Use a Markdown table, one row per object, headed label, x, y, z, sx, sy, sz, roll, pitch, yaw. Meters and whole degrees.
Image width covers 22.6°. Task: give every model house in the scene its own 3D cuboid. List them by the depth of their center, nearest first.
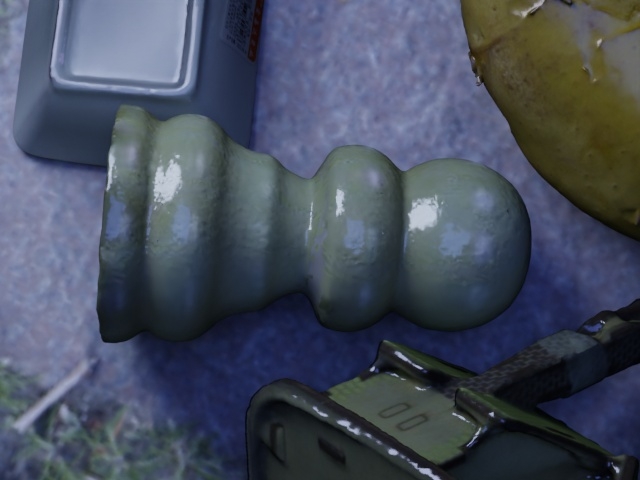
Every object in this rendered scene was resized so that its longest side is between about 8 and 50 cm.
| label | x | y | z | sx | sy | sz | roll | pitch | yaw |
| --- | --- | --- | --- | --- | --- | --- | --- | --- | --- |
| model house | 0.124 | 0.158 | 0.928 | 0.278 | 0.218 | 0.205 | -20 | 33 | -34 |

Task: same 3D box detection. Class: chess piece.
| label | x | y | z | sx | sy | sz | roll | pitch | yaw |
| --- | --- | --- | --- | --- | --- | --- | --- | --- | --- |
| chess piece | 0.000 | 0.000 | 0.954 | 0.251 | 0.144 | 0.144 | 5 | 78 | -4 |

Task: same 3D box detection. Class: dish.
| label | x | y | z | sx | sy | sz | roll | pitch | yaw |
| --- | --- | --- | --- | --- | --- | --- | --- | --- | --- |
| dish | -0.114 | -0.166 | 1.021 | 0.154 | 0.064 | 0.234 | 4 | 77 | 3 |

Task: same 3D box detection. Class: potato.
| label | x | y | z | sx | sy | sz | roll | pitch | yaw |
| --- | --- | --- | --- | --- | --- | --- | --- | --- | --- |
| potato | 0.195 | -0.098 | 0.963 | 0.300 | 0.140 | 0.173 | 44 | 75 | 3 |
